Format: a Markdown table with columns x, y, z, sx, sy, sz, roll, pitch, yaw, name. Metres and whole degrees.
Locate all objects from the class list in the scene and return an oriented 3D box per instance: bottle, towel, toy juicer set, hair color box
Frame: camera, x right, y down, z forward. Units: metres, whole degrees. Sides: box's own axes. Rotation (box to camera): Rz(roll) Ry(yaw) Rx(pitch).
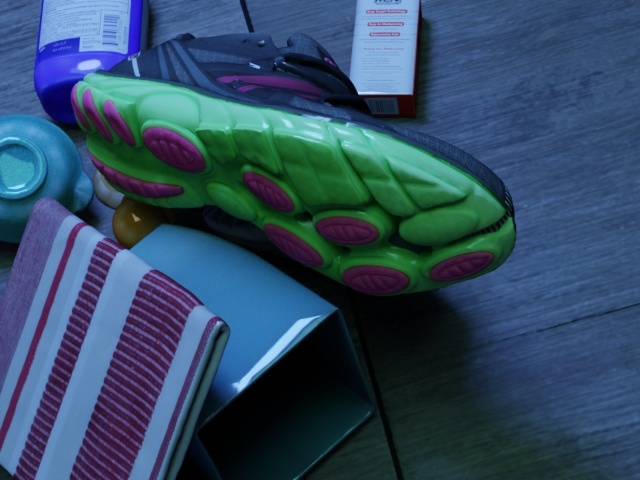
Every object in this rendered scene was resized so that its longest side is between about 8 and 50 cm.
| x | y | z | sx | sy | sz | roll | pitch | yaw | name |
| --- | --- | --- | --- | --- | --- | --- | --- | --- | --- |
| -0.250 | -0.262 | 1.704 | 0.118 | 0.092 | 0.283 | -5 | 57 | 5 | bottle |
| -0.203 | 0.119 | 1.342 | 0.329 | 0.037 | 0.237 | 29 | 102 | 49 | towel |
| -0.300 | -0.030 | 1.559 | 0.329 | 0.089 | 0.209 | -14 | 82 | -9 | toy juicer set |
| 0.070 | -0.200 | 1.644 | 0.072 | 0.043 | 0.141 | 1 | 59 | 9 | hair color box |

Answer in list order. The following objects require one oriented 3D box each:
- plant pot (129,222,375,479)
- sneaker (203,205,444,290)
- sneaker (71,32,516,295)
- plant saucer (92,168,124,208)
| x | y | z | sx | sy | sz | roll | pitch | yaw | name |
| --- | --- | --- | --- | --- | --- | --- | --- | --- | --- |
| -0.100 | 0.100 | 1.409 | 0.165 | 0.166 | 0.234 | -40 | 53 | -17 | plant pot |
| 0.000 | 0.000 | 1.492 | 0.281 | 0.115 | 0.105 | 14 | 54 | 41 | sneaker |
| -0.020 | -0.102 | 1.377 | 0.482 | 0.185 | 0.202 | 23 | 55 | 36 | sneaker |
| -0.201 | -0.071 | 1.619 | 0.083 | 0.015 | 0.083 | -4 | 57 | 6 | plant saucer |
